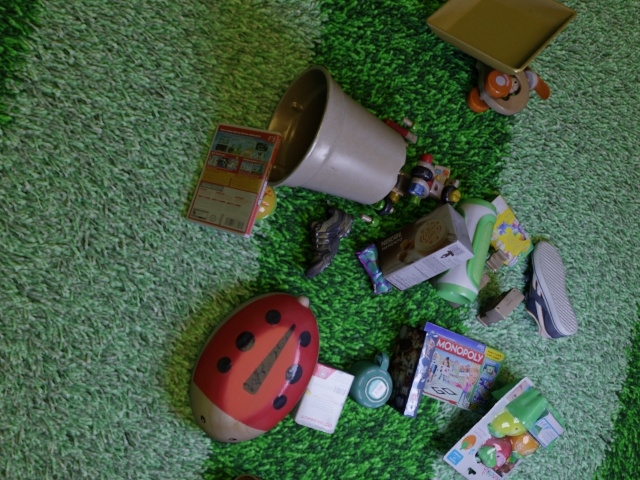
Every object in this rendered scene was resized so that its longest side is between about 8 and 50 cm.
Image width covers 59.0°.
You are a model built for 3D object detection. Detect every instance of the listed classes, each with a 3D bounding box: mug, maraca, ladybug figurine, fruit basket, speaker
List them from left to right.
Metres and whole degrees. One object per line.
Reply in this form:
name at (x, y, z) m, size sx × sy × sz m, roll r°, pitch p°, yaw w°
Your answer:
maraca at (-0.193, -0.136, 1.544) m, size 0.127 × 0.099 × 0.186 m, roll -22°, pitch 72°, yaw -16°
ladybug figurine at (-0.166, 0.335, 1.506) m, size 0.305 × 0.162 × 0.449 m, roll 33°, pitch 82°, yaw -8°
mug at (0.146, 0.412, 1.660) m, size 0.129 × 0.097 × 0.158 m, roll -2°, pitch 92°, yaw -19°
speaker at (0.427, 0.029, 1.654) m, size 0.131 × 0.131 × 0.297 m, roll 25°, pitch 72°, yaw -17°
fruit basket at (0.585, 0.622, 1.756) m, size 0.353 × 0.165 × 0.327 m, roll -47°, pitch 124°, yaw -5°

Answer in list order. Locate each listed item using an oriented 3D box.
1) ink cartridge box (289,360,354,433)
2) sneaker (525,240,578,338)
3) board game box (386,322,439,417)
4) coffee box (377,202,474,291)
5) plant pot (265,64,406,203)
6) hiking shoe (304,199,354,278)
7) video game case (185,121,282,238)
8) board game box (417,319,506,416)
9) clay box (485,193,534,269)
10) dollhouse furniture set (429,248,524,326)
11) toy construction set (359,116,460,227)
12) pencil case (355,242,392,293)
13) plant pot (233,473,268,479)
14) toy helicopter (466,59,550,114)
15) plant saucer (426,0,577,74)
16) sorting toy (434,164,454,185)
ink cartridge box at (0.001, 0.445, 1.624) m, size 0.127 × 0.072 × 0.175 m, roll 24°, pitch 83°, yaw -18°
sneaker at (0.729, 0.164, 1.852) m, size 0.126 × 0.127 × 0.321 m, roll 9°, pitch 63°, yaw -24°
board game box at (0.258, 0.376, 1.663) m, size 0.042 × 0.165 × 0.243 m, roll 19°, pitch 84°, yaw -18°
coffee box at (0.294, 0.023, 1.609) m, size 0.098 × 0.246 × 0.141 m, roll 35°, pitch 38°, yaw -37°
plant pot at (0.048, -0.248, 1.528) m, size 0.305 × 0.334 × 0.334 m, roll 21°, pitch 84°, yaw -29°
hiking shoe at (0.000, 0.000, 1.625) m, size 0.114 × 0.086 × 0.227 m, roll 32°, pitch 75°, yaw -3°
video game case at (-0.230, -0.164, 1.495) m, size 0.025 × 0.204 × 0.285 m, roll 27°, pitch 79°, yaw -63°
board game box at (0.417, 0.403, 1.780) m, size 0.317 × 0.046 × 0.214 m, roll 23°, pitch 84°, yaw -18°
clay box at (0.584, -0.024, 1.827) m, size 0.127 × 0.053 × 0.222 m, roll -40°, pitch 104°, yaw -14°
dollhouse furniture set at (0.491, 0.138, 1.778) m, size 0.212 × 0.161 × 0.242 m, roll -42°, pitch 81°, yaw -14°
toy construction set at (0.284, -0.193, 1.670) m, size 0.237 × 0.257 × 0.309 m, roll 21°, pitch 60°, yaw -35°
pencil case at (0.161, 0.085, 1.679) m, size 0.070 × 0.064 × 0.152 m, roll -33°, pitch 100°, yaw -30°
plant pot at (-0.113, 0.774, 1.526) m, size 0.254 × 0.237 × 0.237 m, roll 25°, pitch 83°, yaw -31°
toy helicopter at (0.602, -0.564, 1.792) m, size 0.234 × 0.140 × 0.355 m, roll 8°, pitch 76°, yaw -12°
plant saucer at (0.541, -0.647, 1.717) m, size 0.333 × 0.081 × 0.333 m, roll 38°, pitch 67°, yaw 21°
sorting toy at (0.393, -0.202, 1.782) m, size 0.083 × 0.012 × 0.062 m, roll 10°, pitch 87°, yaw -18°
